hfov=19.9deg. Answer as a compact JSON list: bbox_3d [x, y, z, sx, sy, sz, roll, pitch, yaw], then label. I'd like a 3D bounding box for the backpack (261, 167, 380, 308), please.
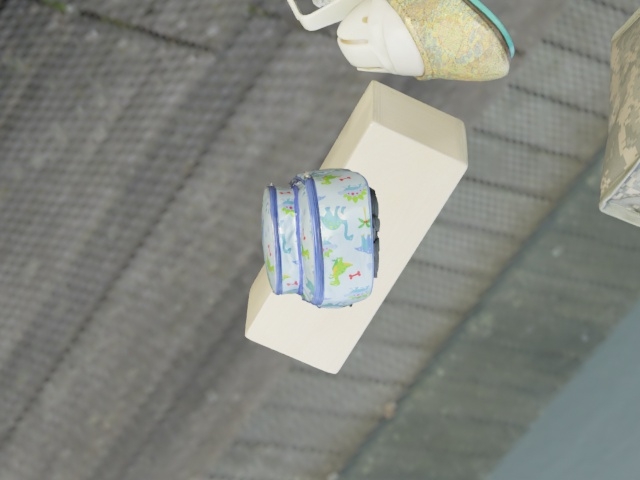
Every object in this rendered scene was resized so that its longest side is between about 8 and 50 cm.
[{"bbox_3d":[0.000,0.000,1.340,0.084,0.114,0.105,-5,92,-9],"label":"backpack"}]

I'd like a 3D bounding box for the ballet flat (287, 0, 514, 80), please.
[{"bbox_3d":[0.043,-0.224,1.717,0.123,0.348,0.123,-21,134,-24],"label":"ballet flat"}]

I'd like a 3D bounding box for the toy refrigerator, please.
[{"bbox_3d":[0.032,-0.012,1.742,0.102,0.094,0.269,23,120,-13],"label":"toy refrigerator"}]

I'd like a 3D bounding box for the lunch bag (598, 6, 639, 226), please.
[{"bbox_3d":[0.376,-0.158,1.539,0.169,0.235,0.287,25,135,-13],"label":"lunch bag"}]
